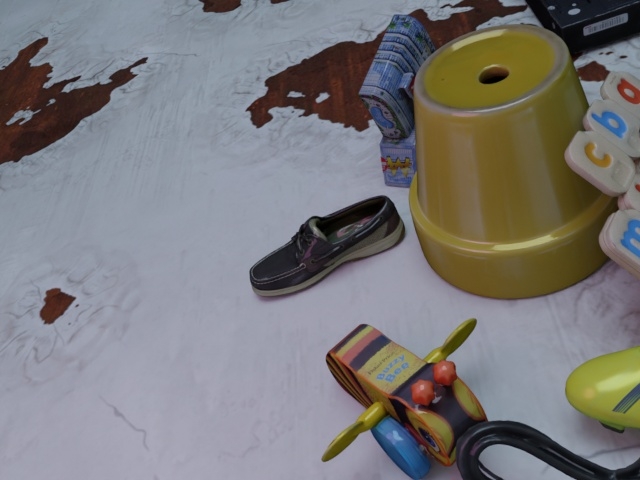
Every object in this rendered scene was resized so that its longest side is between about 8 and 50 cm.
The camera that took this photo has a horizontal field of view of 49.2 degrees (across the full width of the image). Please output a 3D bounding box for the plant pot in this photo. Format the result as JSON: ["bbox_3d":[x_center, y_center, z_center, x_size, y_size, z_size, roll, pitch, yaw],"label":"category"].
[{"bbox_3d":[0.214,-0.101,0.810,0.253,0.239,0.254,-14,43,13],"label":"plant pot"}]

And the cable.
[{"bbox_3d":[0.256,0.199,0.564,0.287,0.140,0.072,-4,2,10],"label":"cable"}]

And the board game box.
[{"bbox_3d":[0.131,-0.185,1.008,0.060,0.194,0.194,7,65,33],"label":"board game box"}]

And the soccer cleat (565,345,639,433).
[{"bbox_3d":[0.360,0.100,0.604,0.289,0.121,0.093,-7,27,16],"label":"soccer cleat"}]

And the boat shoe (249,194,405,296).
[{"bbox_3d":[0.001,0.000,0.933,0.223,0.073,0.080,-23,41,2],"label":"boat shoe"}]

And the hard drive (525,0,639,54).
[{"bbox_3d":[0.468,-0.446,1.177,0.236,0.064,0.339,-17,42,9],"label":"hard drive"}]

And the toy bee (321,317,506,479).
[{"bbox_3d":[0.105,0.147,0.665,0.298,0.162,0.195,11,51,35],"label":"toy bee"}]

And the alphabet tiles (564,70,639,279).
[{"bbox_3d":[0.382,-0.048,0.710,0.278,0.021,0.284,37,57,2],"label":"alphabet tiles"}]
